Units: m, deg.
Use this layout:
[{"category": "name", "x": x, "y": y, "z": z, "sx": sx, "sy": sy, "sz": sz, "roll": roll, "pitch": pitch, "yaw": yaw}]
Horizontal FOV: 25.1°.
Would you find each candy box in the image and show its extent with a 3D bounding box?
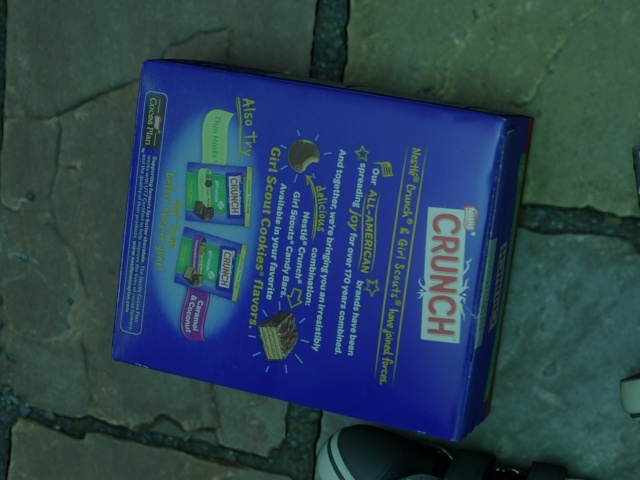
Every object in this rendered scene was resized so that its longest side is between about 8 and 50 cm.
[{"category": "candy box", "x": 0.000, "y": 0.000, "z": 1.210, "sx": 0.317, "sy": 0.122, "sz": 0.268, "roll": 12, "pitch": 102, "yaw": 20}]

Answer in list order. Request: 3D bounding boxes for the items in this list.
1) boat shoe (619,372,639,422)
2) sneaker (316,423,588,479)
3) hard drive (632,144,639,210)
[{"category": "boat shoe", "x": 0.402, "y": 0.152, "z": 1.070, "sx": 0.340, "sy": 0.127, "sz": 0.158, "roll": -10, "pitch": 87, "yaw": 22}, {"category": "sneaker", "x": 0.156, "y": 0.231, "z": 1.186, "sx": 0.321, "sy": 0.126, "sz": 0.127, "roll": 35, "pitch": 114, "yaw": 2}, {"category": "hard drive", "x": 0.375, "y": -0.013, "z": 1.089, "sx": 0.254, "sy": 0.054, "sz": 0.172, "roll": -8, "pitch": 90, "yaw": 23}]
